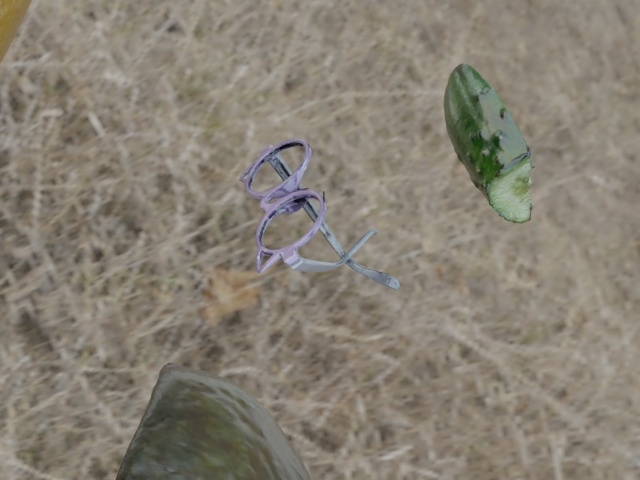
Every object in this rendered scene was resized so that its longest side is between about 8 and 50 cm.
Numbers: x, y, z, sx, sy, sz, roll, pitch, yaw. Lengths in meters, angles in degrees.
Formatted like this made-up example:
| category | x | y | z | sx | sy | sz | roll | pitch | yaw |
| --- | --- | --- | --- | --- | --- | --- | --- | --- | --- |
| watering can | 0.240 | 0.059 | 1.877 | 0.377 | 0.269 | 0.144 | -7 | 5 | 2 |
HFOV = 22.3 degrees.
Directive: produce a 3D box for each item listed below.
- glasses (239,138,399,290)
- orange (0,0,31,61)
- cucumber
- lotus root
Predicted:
| category | x | y | z | sx | sy | sz | roll | pitch | yaw |
| --- | --- | --- | --- | --- | --- | --- | --- | --- | --- |
| glasses | 0.000 | 0.000 | 1.122 | 0.104 | 0.062 | 0.140 | 48 | 15 | -34 |
| orange | -0.283 | -0.163 | 0.931 | 0.264 | 0.264 | 0.264 | 10 | 72 | -33 |
| cucumber | 0.100 | -0.066 | 1.047 | 0.035 | 0.067 | 0.107 | -20 | 51 | -8 |
| lotus root | -0.055 | 0.198 | 1.085 | 0.142 | 0.314 | 0.210 | 5 | 108 | 3 |
